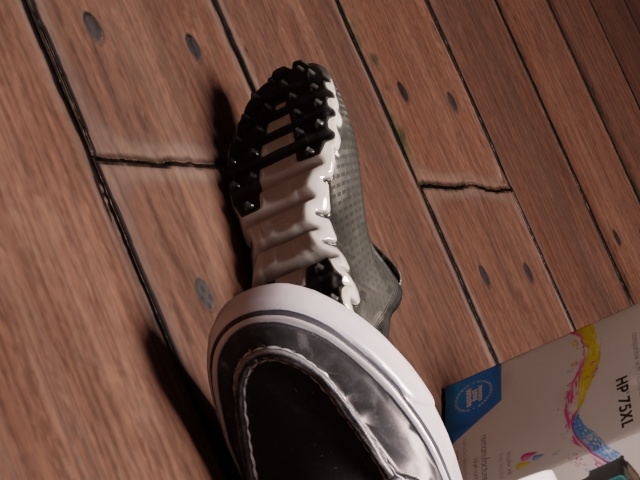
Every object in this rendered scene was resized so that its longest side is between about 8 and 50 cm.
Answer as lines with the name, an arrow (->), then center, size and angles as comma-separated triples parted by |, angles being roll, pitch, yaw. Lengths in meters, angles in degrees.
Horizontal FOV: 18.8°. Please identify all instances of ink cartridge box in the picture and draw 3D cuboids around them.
ink cartridge box -> 0.200, 0.118, 1.280 | 0.078, 0.231, 0.134 | 53, 22, -27

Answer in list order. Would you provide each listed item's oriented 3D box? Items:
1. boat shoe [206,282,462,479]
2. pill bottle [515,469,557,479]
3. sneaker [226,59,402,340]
boat shoe -> 0.024, 0.167, 0.985 | 0.301, 0.108, 0.102 | 66, 18, -13
pill bottle -> 0.135, 0.252, 1.113 | 0.124, 0.124, 0.221 | 5, 60, -67
sneaker -> 0.000, 0.000, 1.167 | 0.106, 0.078, 0.234 | 46, 30, -47
